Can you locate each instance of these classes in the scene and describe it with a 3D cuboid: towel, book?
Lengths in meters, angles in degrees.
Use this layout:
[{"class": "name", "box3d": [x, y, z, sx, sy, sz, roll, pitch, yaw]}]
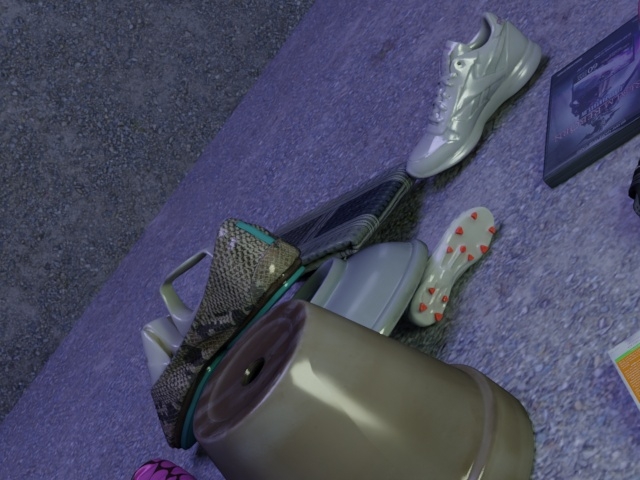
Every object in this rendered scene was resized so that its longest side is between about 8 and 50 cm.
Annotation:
[{"class": "towel", "box3d": [0.000, 0.000, 1.884, 0.324, 0.056, 0.312, -26, 15, 34]}, {"class": "book", "box3d": [0.345, 0.128, 1.078, 0.096, 0.035, 0.144, -41, 21, 16]}]

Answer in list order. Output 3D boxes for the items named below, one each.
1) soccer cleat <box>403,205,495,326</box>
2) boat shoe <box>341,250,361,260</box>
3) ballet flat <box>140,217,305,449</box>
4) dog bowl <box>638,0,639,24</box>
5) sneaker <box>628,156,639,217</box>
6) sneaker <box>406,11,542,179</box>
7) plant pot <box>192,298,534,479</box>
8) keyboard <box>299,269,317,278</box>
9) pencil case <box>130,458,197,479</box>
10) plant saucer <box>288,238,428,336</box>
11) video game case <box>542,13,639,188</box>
[{"class": "soccer cleat", "box3d": [0.176, 0.034, 1.575, 0.196, 0.068, 0.076, -57, 17, -12]}, {"class": "boat shoe", "box3d": [0.042, 0.041, 1.893, 0.125, 0.038, 0.046, -24, 32, 51]}, {"class": "ballet flat", "box3d": [-0.188, 0.138, 1.777, 0.164, 0.182, 0.482, -46, -10, -50]}, {"class": "dog bowl", "box3d": [0.545, -0.312, 1.276, 0.408, 0.150, 0.408, -43, 20, 20]}, {"class": "sneaker", "box3d": [0.397, -0.039, 1.244, 0.188, 0.067, 0.078, -108, 39, -66]}, {"class": "sneaker", "box3d": [0.225, -0.241, 1.847, 0.305, 0.152, 0.114, -52, 21, -2]}, {"class": "plant pot", "box3d": [0.022, 0.221, 1.240, 0.323, 0.280, 0.323, -44, 19, 19]}, {"class": "keyboard", "box3d": [-0.004, 0.026, 2.052, 0.180, 0.023, 0.108, -12, 47, 59]}, {"class": "pencil case", "box3d": [-0.238, 0.408, 1.752, 0.098, 0.095, 0.209, -19, 5, -23]}, {"class": "plant saucer", "box3d": [-0.005, 0.134, 1.610, 0.400, 0.100, 0.400, -51, 6, 7]}, {"class": "video game case", "box3d": [0.404, -0.209, 1.586, 0.196, 0.026, 0.274, -36, 23, 35]}]
